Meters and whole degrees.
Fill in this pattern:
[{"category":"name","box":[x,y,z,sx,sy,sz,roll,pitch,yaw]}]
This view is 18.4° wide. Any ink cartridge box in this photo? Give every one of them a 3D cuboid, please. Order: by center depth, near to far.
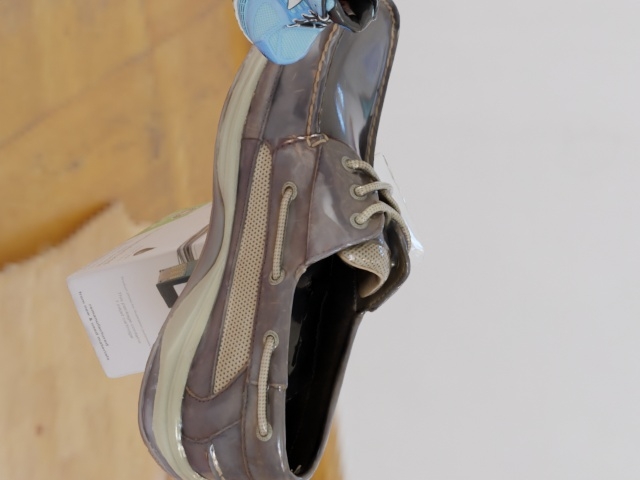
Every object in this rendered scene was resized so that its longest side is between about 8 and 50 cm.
[{"category":"ink cartridge box","box":[-0.055,0.019,1.502,0.160,0.219,0.092,-35,106,-52]}]

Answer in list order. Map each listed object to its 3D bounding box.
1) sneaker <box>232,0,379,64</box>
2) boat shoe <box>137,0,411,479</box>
[{"category":"sneaker","box":[-0.003,-0.144,1.147,0.073,0.063,0.162,66,-26,19]},{"category":"boat shoe","box":[0.000,0.000,1.296,0.132,0.130,0.355,24,81,-58]}]
